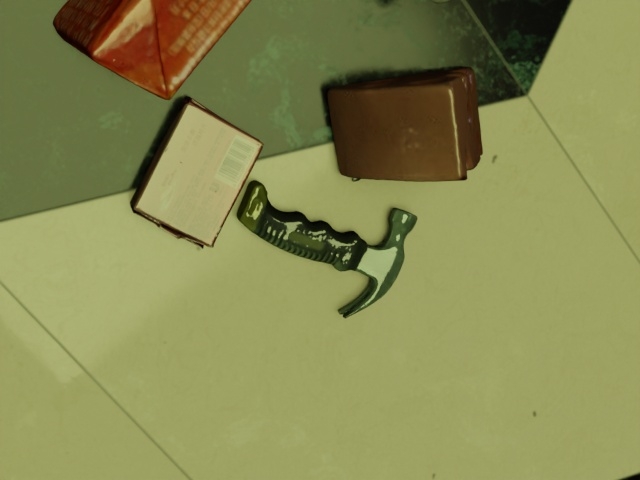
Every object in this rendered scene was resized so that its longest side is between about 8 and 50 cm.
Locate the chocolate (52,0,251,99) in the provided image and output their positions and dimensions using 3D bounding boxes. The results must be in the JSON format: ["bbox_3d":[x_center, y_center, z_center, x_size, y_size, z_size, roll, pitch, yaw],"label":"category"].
[{"bbox_3d":[-0.162,-0.275,1.061,0.108,0.237,0.235,39,89,-29],"label":"chocolate"}]

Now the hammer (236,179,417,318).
[{"bbox_3d":[0.000,0.000,1.263,0.226,0.041,0.159,23,93,-19],"label":"hammer"}]

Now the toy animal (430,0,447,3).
[{"bbox_3d":[0.141,-0.387,1.164,0.325,0.154,0.208,-23,86,-30],"label":"toy animal"}]

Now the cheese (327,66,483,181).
[{"bbox_3d":[0.131,-0.132,1.197,0.203,0.177,0.128,-10,104,-13],"label":"cheese"}]

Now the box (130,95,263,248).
[{"bbox_3d":[-0.150,-0.080,1.195,0.111,0.060,0.156,28,91,-19],"label":"box"}]
